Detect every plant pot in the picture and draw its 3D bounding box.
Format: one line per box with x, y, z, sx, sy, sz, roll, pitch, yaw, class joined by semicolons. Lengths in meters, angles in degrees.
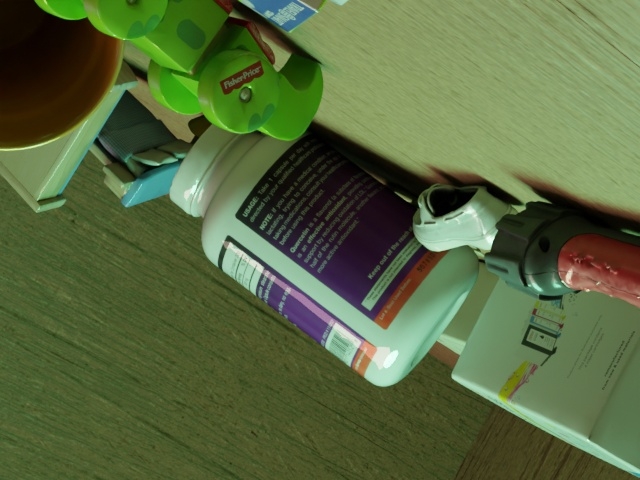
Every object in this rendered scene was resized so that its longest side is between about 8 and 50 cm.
-0.294;-0.207;1.441;0.205;0.205;0.188;31;-171;-26;plant pot

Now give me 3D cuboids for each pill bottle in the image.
0.000;0.000;1.718;0.323;0.181;0.181;37;176;10;pill bottle

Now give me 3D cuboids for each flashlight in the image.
0.247;0.035;1.282;0.103;0.103;0.304;31;174;-33;flashlight

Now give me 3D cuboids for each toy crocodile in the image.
-0.123;-0.181;1.267;0.340;0.105;0.115;38;171;-36;toy crocodile

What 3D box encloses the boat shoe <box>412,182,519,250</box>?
0.128;-0.028;1.554;0.063;0.066;0.184;45;173;-16;boat shoe

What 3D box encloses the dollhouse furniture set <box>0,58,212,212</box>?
-0.275;-0.208;1.921;0.286;0.198;0.303;46;-150;15;dollhouse furniture set

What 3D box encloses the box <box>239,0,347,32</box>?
-0.059;-0.194;1.041;0.178;0.042;0.109;31;175;-10;box

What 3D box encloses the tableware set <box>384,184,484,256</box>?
0.144;-0.018;1.780;0.168;0.020;0.141;30;175;-18;tableware set

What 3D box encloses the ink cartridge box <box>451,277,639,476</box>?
0.285;0.126;1.587;0.171;0.168;0.232;31;175;-31;ink cartridge box

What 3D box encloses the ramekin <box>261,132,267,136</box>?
-0.051;-0.056;1.965;0.207;0.109;0.207;29;176;2;ramekin

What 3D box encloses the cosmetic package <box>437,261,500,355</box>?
0.260;0.116;1.948;0.160;0.113;0.309;31;175;-24;cosmetic package
